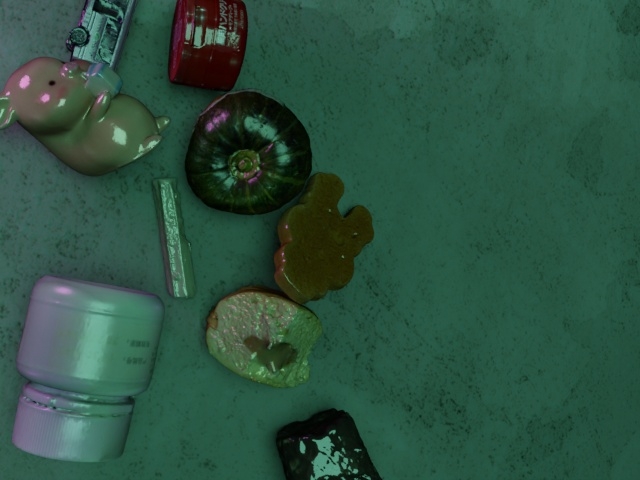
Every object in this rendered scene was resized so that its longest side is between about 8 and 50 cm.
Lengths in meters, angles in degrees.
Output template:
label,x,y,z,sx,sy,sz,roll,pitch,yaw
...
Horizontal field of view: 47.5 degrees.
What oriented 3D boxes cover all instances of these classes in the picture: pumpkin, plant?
label,x,y,z,sx,sy,sz,roll,pitch,yaw
pumpkin,-0.142,-0.173,1.483,0.261,0.189,0.260,1,105,5
plant,0.023,0.505,1.526,0.189,0.199,0.276,-24,93,-13

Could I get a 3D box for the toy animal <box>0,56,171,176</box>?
label,x,y,z,sx,sy,sz,roll,pitch,yaw
toy animal,-0.446,-0.235,1.350,0.256,0.213,0.195,47,31,-24

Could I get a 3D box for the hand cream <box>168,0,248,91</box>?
label,x,y,z,sx,sy,sz,roll,pitch,yaw
hand cream,-0.227,-0.396,1.447,0.126,0.193,0.193,4,88,-22

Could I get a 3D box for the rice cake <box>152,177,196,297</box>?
label,x,y,z,sx,sy,sz,roll,pitch,yaw
rice cake,-0.297,-0.003,1.488,0.057,0.052,0.256,-9,92,-49

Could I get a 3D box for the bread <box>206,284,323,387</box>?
label,x,y,z,sx,sy,sz,roll,pitch,yaw
bread,-0.126,0.190,1.532,0.211,0.224,0.183,22,87,24

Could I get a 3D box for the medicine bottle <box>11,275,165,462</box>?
label,x,y,z,sx,sy,sz,roll,pitch,yaw
medicine bottle,-0.429,0.229,1.332,0.241,0.241,0.301,13,85,-19

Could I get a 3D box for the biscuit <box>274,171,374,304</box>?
label,x,y,z,sx,sy,sz,roll,pitch,yaw
biscuit,0.000,0.000,1.527,0.202,0.047,0.333,45,44,-15

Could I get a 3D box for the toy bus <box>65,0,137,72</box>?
label,x,y,z,sx,sy,sz,roll,pitch,yaw
toy bus,-0.425,-0.427,1.425,0.108,0.096,0.198,18,85,-23
